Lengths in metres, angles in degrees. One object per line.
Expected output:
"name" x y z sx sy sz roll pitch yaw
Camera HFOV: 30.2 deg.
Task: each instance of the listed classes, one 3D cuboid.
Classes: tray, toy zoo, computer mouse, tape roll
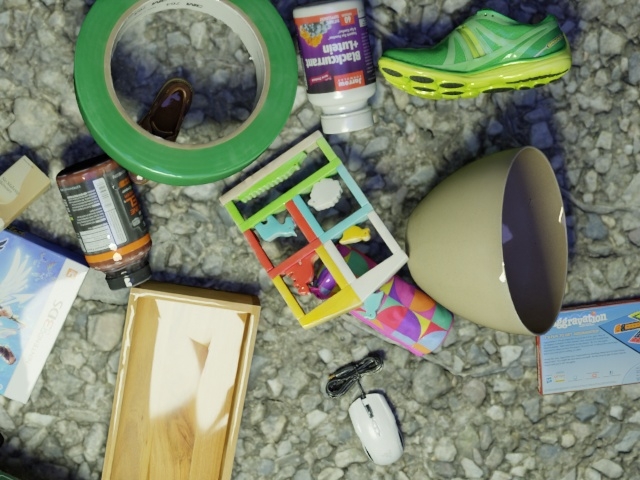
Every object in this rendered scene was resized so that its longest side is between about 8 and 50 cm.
"tray" -0.231 0.277 1.894 0.202 0.076 0.411 9 102 -9
"toy zoo" 0.000 0.000 1.808 0.192 0.030 0.293 -34 74 2
"computer mouse" 0.087 0.289 1.948 0.106 0.042 0.193 -25 104 -2
"tape roll" -0.196 -0.242 1.727 0.321 0.077 0.321 2 83 -12

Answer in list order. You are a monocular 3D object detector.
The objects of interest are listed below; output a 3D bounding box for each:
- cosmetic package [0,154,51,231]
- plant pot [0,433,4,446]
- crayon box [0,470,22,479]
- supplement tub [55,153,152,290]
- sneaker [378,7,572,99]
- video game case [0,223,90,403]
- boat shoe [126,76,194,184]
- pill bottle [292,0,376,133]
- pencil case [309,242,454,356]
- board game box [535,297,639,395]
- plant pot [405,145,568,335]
"cosmetic package" -0.466 -0.067 1.776 0.060 0.041 0.115 43 64 -4
"plant pot" -0.624 0.319 1.809 0.187 0.167 0.188 -35 103 1
"crayon box" -0.502 0.506 1.841 0.203 0.083 0.323 27 124 -11
"supplement tub" -0.321 -0.026 1.800 0.106 0.106 0.198 -19 105 -2
"sneaker" 0.233 -0.288 1.821 0.295 0.109 0.124 -5 77 -2
"video game case" -0.525 0.088 1.824 0.269 0.061 0.244 25 97 -11
"boat shoe" -0.249 -0.165 1.799 0.064 0.060 0.178 27 98 -12
"pill bottle" 0.026 -0.263 1.785 0.108 0.108 0.193 -12 103 -4
"pencil case" 0.093 0.097 1.879 0.236 0.104 0.104 29 98 -11
"board game box" 0.499 0.171 1.978 0.281 0.027 0.145 -6 104 -5
"plant pot" 0.241 0.004 1.812 0.191 0.284 0.284 -3 106 30
